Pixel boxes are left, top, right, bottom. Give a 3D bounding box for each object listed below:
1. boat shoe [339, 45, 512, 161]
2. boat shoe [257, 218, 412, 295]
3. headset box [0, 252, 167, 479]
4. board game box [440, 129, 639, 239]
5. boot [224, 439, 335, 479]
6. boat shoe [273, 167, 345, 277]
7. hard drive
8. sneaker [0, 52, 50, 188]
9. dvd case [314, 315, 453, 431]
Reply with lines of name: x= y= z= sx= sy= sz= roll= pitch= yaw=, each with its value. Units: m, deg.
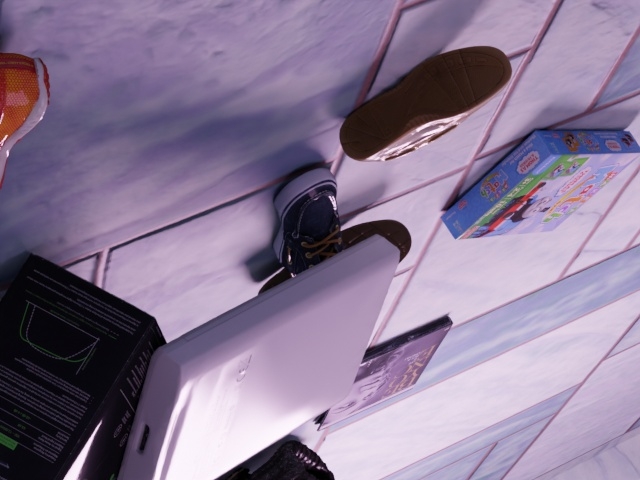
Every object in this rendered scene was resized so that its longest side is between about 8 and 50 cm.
boat shoe: x=0.099 y=-0.122 z=1.516 sx=0.170 sy=0.063 sz=0.059 roll=-26 pitch=165 yaw=14
boat shoe: x=0.011 y=0.027 z=1.761 sx=0.178 sy=0.064 sz=0.060 roll=-29 pitch=-169 yaw=-2
headset box: x=-0.252 y=0.194 z=1.472 sx=0.283 sy=0.131 sz=0.246 roll=-60 pitch=167 yaw=-16
board game box: x=0.256 y=-0.065 z=1.910 sx=0.211 sy=0.039 sz=0.160 roll=-6 pitch=149 yaw=-51
boot: x=-0.125 y=0.387 z=2.315 sx=0.260 sy=0.131 sz=0.348 roll=-28 pitch=172 yaw=13
boat shoe: x=0.000 y=0.000 z=1.628 sx=0.065 sy=0.083 sz=0.183 roll=-26 pitch=160 yaw=-15
hard drive: x=-0.056 y=0.127 z=1.553 sx=0.307 sy=0.040 sz=0.203 roll=-27 pitch=145 yaw=-46
sneaker: x=-0.246 y=-0.072 z=1.156 sx=0.067 sy=0.064 sz=0.175 roll=6 pitch=138 yaw=-29
dvd case: x=0.085 y=0.188 z=2.312 sx=0.165 sy=0.018 sz=0.221 roll=-22 pitch=159 yaw=-24
